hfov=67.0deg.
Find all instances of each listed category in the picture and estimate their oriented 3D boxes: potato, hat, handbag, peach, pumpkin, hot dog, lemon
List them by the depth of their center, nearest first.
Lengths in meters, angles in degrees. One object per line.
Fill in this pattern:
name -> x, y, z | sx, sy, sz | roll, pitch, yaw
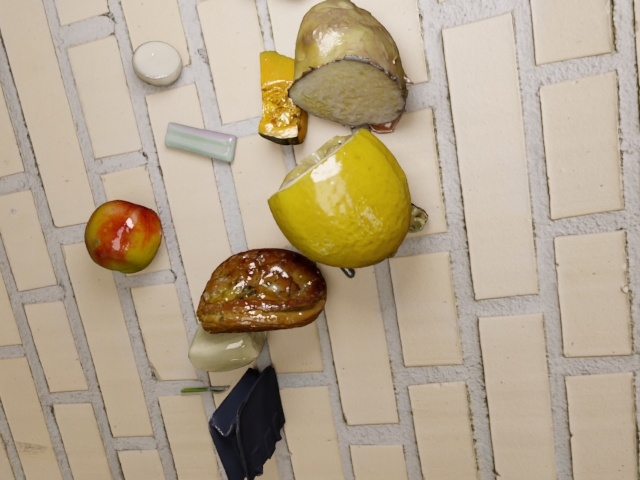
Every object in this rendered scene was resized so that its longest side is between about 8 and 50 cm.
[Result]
potato -> 0.080, -0.462, 1.214 | 0.301, 0.289, 0.237 | -5, 65, 36
lemon -> 0.069, -0.080, 1.242 | 0.365, 0.364, 0.364 | 3, 103, 12
pumpkin -> -0.103, -0.379, 1.330 | 0.131, 0.126, 0.247 | 5, 86, 12
hat -> 0.250, -0.058, 1.346 | 0.077, 0.059, 0.076 | 31, 73, -5
hot dog -> -0.176, 0.156, 1.402 | 0.388, 0.266, 0.174 | -7, 138, 10
handbag -> -0.208, 0.560, 1.451 | 0.119, 0.326, 0.269 | -10, 100, 17
peach -> -0.596, -0.013, 1.470 | 0.231, 0.231, 0.230 | 3, 103, 12

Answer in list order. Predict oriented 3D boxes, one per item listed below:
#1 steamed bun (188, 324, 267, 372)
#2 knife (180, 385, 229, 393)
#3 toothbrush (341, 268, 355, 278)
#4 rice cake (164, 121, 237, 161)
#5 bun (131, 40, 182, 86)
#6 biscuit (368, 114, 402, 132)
steamed bun -> -0.279, 0.329, 1.506 | 0.239, 0.170, 0.152 | -20, 116, 15
knife -> -0.392, 0.509, 1.641 | 0.184, 0.022, 0.026 | -6, 75, 14
toothbrush -> 0.000, 0.000, 1.433 | 0.297, 0.030, 0.030 | 48, 134, -2
rice cake -> -0.359, -0.296, 1.441 | 0.222, 0.042, 0.080 | 15, 107, 10
bun -> -0.467, -0.498, 1.398 | 0.138, 0.094, 0.138 | 2, 72, -5
biscuit -> 0.166, -0.356, 1.318 | 0.102, 0.019, 0.130 | -18, 99, 17
